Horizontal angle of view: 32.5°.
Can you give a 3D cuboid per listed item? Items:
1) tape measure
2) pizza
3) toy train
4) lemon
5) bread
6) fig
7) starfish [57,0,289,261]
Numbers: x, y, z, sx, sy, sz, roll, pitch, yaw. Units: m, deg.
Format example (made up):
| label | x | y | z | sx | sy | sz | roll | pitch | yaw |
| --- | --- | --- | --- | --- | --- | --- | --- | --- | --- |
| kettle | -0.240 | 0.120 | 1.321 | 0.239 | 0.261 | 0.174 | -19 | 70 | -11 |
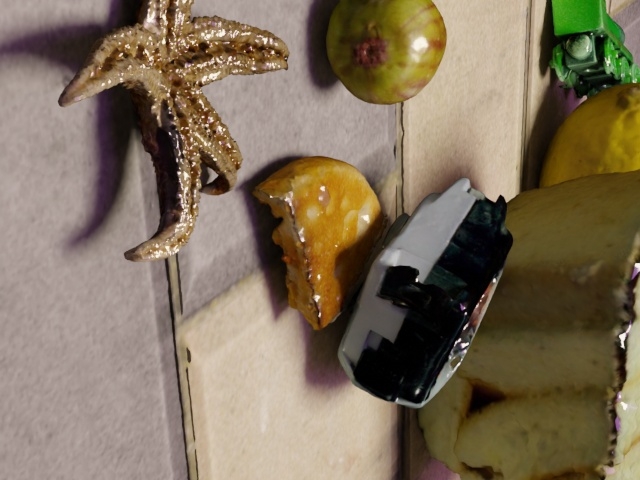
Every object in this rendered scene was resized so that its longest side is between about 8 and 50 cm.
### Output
| label | x | y | z | sx | sy | sz | roll | pitch | yaw |
| --- | --- | --- | --- | --- | --- | --- | --- | --- | --- |
| tape measure | 0.085 | 0.047 | 0.908 | 0.182 | 0.107 | 0.181 | -50 | 167 | -51 |
| pizza | 0.000 | 0.000 | 0.830 | 0.178 | 0.041 | 0.130 | -17 | 112 | -60 |
| toy train | 0.339 | -0.241 | 1.347 | 0.251 | 0.085 | 0.119 | 2 | 82 | -66 |
| lemon | 0.386 | -0.061 | 1.319 | 0.267 | 0.267 | 0.267 | -32 | 127 | -55 |
| bread | 0.226 | 0.097 | 1.084 | 0.239 | 0.264 | 0.395 | -27 | 123 | -42 |
| fig | 0.068 | -0.170 | 0.844 | 0.166 | 0.093 | 0.093 | -48 | 140 | -43 |
| starfish | -0.085 | -0.095 | 0.623 | 0.238 | 0.057 | 0.213 | -5 | 96 | -66 |
